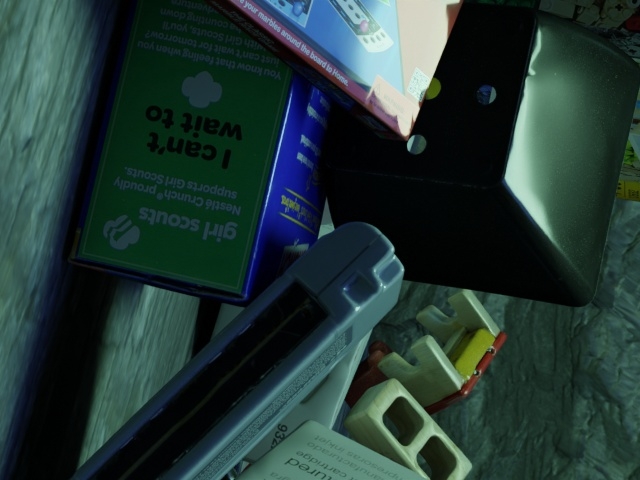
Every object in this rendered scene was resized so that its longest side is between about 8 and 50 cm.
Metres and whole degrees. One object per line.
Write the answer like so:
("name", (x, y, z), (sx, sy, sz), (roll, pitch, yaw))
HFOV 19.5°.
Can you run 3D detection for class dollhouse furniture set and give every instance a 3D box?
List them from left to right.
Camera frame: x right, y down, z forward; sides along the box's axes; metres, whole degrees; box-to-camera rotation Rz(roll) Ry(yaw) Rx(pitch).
("dollhouse furniture set", (0.046, 0.236, 1.800), (0.201, 0.152, 0.374), (-31, -167, 46))

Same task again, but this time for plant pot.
("plant pot", (0.098, -0.075, 1.289), (0.167, 0.187, 0.188), (37, 64, -63))

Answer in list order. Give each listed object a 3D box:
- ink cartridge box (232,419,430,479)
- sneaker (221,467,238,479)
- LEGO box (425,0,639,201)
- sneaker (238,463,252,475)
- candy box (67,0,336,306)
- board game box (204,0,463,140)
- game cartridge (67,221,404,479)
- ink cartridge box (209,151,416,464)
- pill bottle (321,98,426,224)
("ink cartridge box", (0.000, 0.315, 1.244), (0.395, 0.285, 0.166), (-33, 144, -56))
("sneaker", (-0.117, 0.278, 1.469), (0.135, 0.097, 0.276), (95, 8, -47))
("LEGO box", (0.281, -0.179, 1.561), (0.500, 0.372, 0.193), (53, 49, -74))
("sneaker", (-0.082, 0.336, 2.016), (0.221, 0.087, 0.128), (-61, 175, -26))
("candy box", (-0.049, -0.116, 1.236), (0.268, 0.122, 0.317), (36, 65, -82))
("board game box", (-0.012, -0.184, 1.068), (0.281, 0.027, 0.145), (34, 72, -44))
("game cartridge", (-0.067, 0.113, 1.187), (0.294, 0.060, 0.196), (-44, 168, -7))
("ink cartridge box", (-0.009, 0.048, 1.735), (0.307, 0.129, 0.223), (-62, 171, -67))
("pill bottle", (0.018, -0.135, 1.632), (0.272, 0.152, 0.152), (-68, 168, -52))
